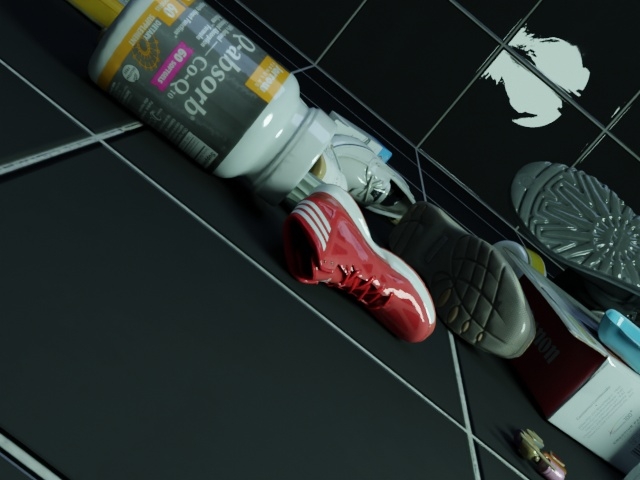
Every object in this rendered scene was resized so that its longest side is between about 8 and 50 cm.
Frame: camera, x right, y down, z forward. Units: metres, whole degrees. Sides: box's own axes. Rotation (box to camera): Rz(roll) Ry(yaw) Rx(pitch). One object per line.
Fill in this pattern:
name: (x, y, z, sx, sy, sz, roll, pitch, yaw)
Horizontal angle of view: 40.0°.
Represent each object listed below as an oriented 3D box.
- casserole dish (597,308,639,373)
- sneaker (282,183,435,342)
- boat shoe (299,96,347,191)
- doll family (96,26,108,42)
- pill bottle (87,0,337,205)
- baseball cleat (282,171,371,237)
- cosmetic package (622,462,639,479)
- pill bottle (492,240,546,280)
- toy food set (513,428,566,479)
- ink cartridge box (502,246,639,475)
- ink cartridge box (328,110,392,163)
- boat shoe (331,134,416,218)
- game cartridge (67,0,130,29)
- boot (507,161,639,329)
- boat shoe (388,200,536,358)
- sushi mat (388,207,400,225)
casserole dish: (0.452, 0.151, 1.278, 0.114, 0.037, 0.188, 43, 15, 18)
sneaker: (0.032, 0.049, 1.008, 0.221, 0.087, 0.128, 49, 39, 1)
boat shoe: (-0.033, -0.156, 1.421, 0.096, 0.098, 0.277, 29, 26, -41)
doll family: (-0.221, -0.241, 1.234, 0.193, 0.076, 0.111, 51, 12, 24)
pill bottle: (-0.126, -0.177, 1.070, 0.278, 0.162, 0.162, 37, 13, -10)
baseball cleat: (-0.002, -0.051, 1.199, 0.206, 0.072, 0.109, 46, 7, 12)
cosmetic package: (0.613, 0.416, 1.159, 0.385, 0.156, 0.217, 34, 13, -21)
pill bottle: (0.441, 0.065, 1.965, 0.103, 0.103, 0.184, 48, 16, 31)
toy food set: (0.257, 0.253, 1.023, 0.078, 0.019, 0.122, 47, 7, 27)
ink cartridge box: (0.379, 0.178, 1.356, 0.272, 0.130, 0.309, 36, 13, -19)
ink cartridge box: (0.035, -0.163, 1.597, 0.180, 0.104, 0.060, 25, 20, -49)
boat shoe: (0.085, -0.102, 1.574, 0.267, 0.096, 0.088, 31, 17, -50)
game cartridge: (-0.386, -0.433, 1.448, 0.324, 0.052, 0.285, 41, 13, -1)
boot: (0.456, 0.058, 1.595, 0.367, 0.146, 0.445, 35, -14, 8)
boat shoe: (0.237, 0.059, 1.361, 0.130, 0.132, 0.355, 30, 17, -34)
sushi mat: (0.229, -0.005, 1.797, 0.316, 0.019, 0.151, 32, 17, -30)
